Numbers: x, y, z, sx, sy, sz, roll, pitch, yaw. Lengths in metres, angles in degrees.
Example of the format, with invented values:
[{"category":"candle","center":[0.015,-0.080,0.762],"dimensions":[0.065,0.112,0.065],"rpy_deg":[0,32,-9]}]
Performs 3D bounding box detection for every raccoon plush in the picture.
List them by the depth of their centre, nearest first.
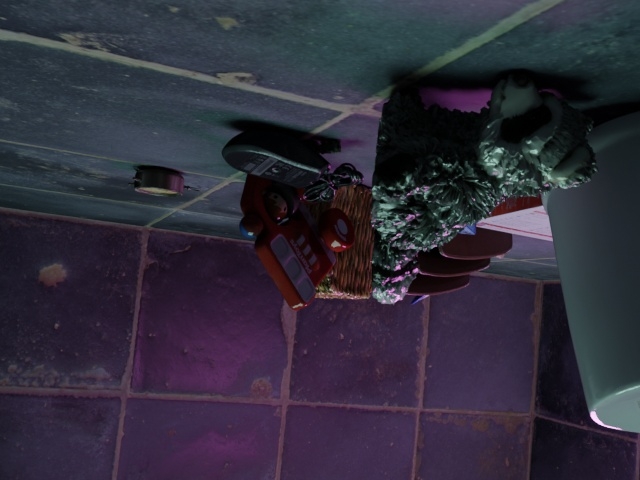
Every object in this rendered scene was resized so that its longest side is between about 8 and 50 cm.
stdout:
[{"category":"raccoon plush","center":[0.238,-0.066,1.073],"dimensions":[0.298,0.216,0.446],"rpy_deg":[6,148,8]}]

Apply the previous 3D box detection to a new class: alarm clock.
[{"category":"alarm clock","center":[-0.415,-0.153,1.866],"dimensions":[0.191,0.064,0.129],"rpy_deg":[11,172,-22]}]

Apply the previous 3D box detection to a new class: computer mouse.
[{"category":"computer mouse","center":[-0.065,-0.160,1.369],"dimensions":[0.272,0.072,0.188],"rpy_deg":[18,159,-29]}]

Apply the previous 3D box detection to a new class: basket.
[{"category":"basket","center":[0.000,0.000,1.805],"dimensions":[0.223,0.300,0.213],"rpy_deg":[0,171,42]}]

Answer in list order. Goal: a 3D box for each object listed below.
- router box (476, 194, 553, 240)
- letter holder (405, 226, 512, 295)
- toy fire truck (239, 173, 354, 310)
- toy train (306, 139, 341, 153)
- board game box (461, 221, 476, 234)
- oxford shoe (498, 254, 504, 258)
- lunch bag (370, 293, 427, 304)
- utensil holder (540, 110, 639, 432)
[{"category":"router box","center":[0.511,-0.059,1.397],"dimensions":[0.335,0.082,0.301],"rpy_deg":[10,173,-16]},{"category":"letter holder","center":[0.319,0.021,1.658],"dimensions":[0.301,0.215,0.152],"rpy_deg":[-1,177,-44]},{"category":"toy fire truck","center":[-0.072,-0.026,1.536],"dimensions":[0.169,0.302,0.254],"rpy_deg":[-23,-165,30]},{"category":"toy train","center":[-0.020,-0.184,1.401],"dimensions":[0.158,0.027,0.036],"rpy_deg":[1,176,37]},{"category":"board game box","center":[0.258,-0.105,1.264],"dimensions":[0.039,0.160,0.211],"rpy_deg":[4,173,23]},{"category":"oxford shoe","center":[0.388,-0.009,2.053],"dimensions":[0.347,0.130,0.123],"rpy_deg":[6,-163,8]},{"category":"lunch bag","center":[0.288,0.066,2.277],"dimensions":[0.385,0.239,0.328],"rpy_deg":[0,-171,19]},{"category":"utensil holder","center":[0.521,0.054,1.016],"dimensions":[0.327,0.386,0.328],"rpy_deg":[0,150,0]}]
